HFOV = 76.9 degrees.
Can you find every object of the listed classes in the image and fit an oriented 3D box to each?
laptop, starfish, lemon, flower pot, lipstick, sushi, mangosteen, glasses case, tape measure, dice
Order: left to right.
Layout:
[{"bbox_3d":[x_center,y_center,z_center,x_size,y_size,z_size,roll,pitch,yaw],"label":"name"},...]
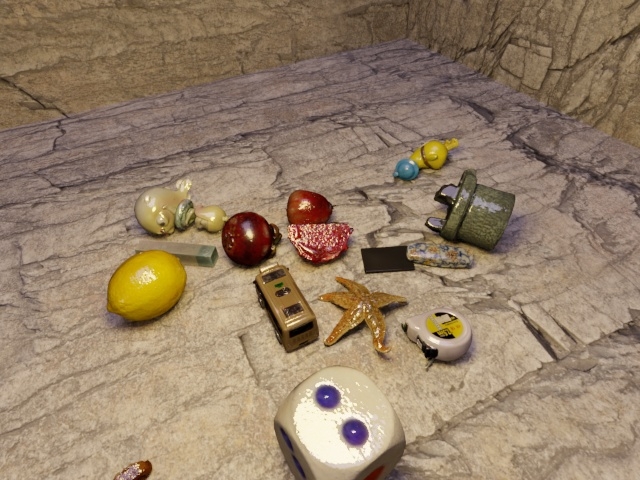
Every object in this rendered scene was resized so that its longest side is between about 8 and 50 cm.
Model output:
[{"bbox_3d":[-0.502,0.621,1.050,0.055,0.052,0.120,31,53,30],"label":"sushi"},{"bbox_3d":[-0.600,0.154,1.408,0.236,0.236,0.263,15,69,17],"label":"lemon"},{"bbox_3d":[-0.577,0.051,1.622,0.318,0.068,0.066,5,46,7],"label":"lipstick"},{"bbox_3d":[-0.261,-0.008,1.592,0.258,0.215,0.215,-3,34,-48],"label":"mangosteen"},{"bbox_3d":[0.042,0.494,1.012,0.243,0.259,0.251,-26,48,-25],"label":"dice"},{"bbox_3d":[0.150,0.234,1.386,0.328,0.094,0.375,-11,40,-6],"label":"starfish"},{"bbox_3d":[0.263,0.074,1.599,0.198,0.016,0.135,-3,44,-2],"label":"laptop"},{"bbox_3d":[0.461,0.058,1.567,0.248,0.065,0.086,8,43,8],"label":"glasses case"},{"bbox_3d":[0.387,0.306,1.300,0.196,0.105,0.178,-12,38,-12],"label":"tape measure"},{"bbox_3d":[0.588,-0.132,1.601,0.283,0.298,0.299,20,49,14],"label":"flower pot"}]

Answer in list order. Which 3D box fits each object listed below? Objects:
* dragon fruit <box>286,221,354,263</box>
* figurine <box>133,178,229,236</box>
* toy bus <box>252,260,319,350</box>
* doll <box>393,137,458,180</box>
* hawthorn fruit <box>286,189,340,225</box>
[{"bbox_3d":[0.000,0.000,1.602,0.262,0.162,0.189,-5,16,-7],"label":"dragon fruit"},{"bbox_3d":[-0.570,-0.135,1.717,0.395,0.226,0.274,12,72,1],"label":"figurine"},{"bbox_3d":[-0.123,0.213,1.372,0.140,0.157,0.289,-20,47,-17],"label":"toy bus"},{"bbox_3d":[0.511,-0.399,1.999,0.363,0.145,0.199,-29,10,-13],"label":"doll"},{"bbox_3d":[-0.030,-0.127,1.700,0.236,0.181,0.181,-2,44,6],"label":"hawthorn fruit"}]
